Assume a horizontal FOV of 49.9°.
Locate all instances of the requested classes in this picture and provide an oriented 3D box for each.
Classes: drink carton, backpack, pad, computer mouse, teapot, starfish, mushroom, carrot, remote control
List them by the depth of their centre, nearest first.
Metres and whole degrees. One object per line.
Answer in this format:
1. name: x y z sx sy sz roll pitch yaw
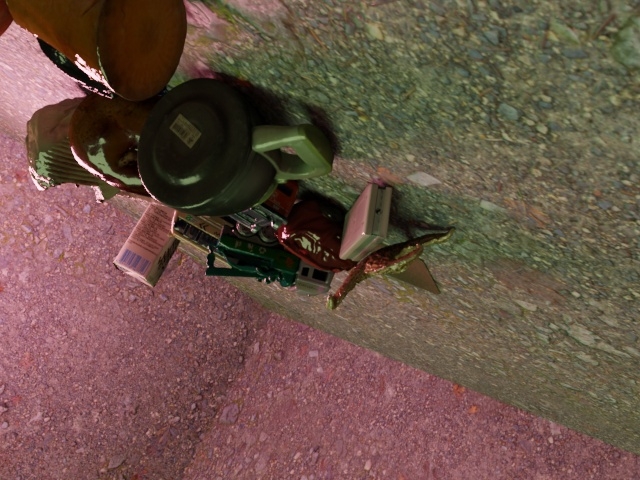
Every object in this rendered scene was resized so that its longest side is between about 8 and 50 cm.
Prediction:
1. carrot: -0.348 -0.333 1.011 0.254 0.196 0.196 24 166 21
2. computer mouse: -0.421 -0.343 1.270 0.217 0.122 0.073 30 155 5
3. teapot: -0.148 -0.174 1.274 0.239 0.321 0.240 20 -139 -62
4. remote control: 0.092 -0.030 1.411 0.055 0.103 0.277 10 168 -6
5. starfish: 0.137 0.041 1.435 0.060 0.299 0.302 57 -173 1
6. mushroom: -0.418 -0.240 1.531 0.267 0.267 0.255 46 -168 -52
7. backpack: 0.001 -0.002 1.630 0.229 0.139 0.229 28 168 7
8. pad: 0.210 0.068 1.765 0.176 0.002 0.266 22 165 28
9. drink carton: -0.547 -0.013 2.318 0.132 0.325 0.194 28 167 0

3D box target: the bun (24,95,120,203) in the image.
1. bun: -0.624 -0.252 1.785 0.281 0.281 0.205 43 -173 -48

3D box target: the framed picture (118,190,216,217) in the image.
1. framed picture: -0.349 -0.111 1.872 0.334 0.022 0.247 14 -167 29

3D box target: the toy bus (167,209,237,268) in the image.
1. toy bus: -0.309 -0.025 2.067 0.289 0.157 0.139 30 -169 -6

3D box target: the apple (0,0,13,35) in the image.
1. apple: -0.670 -0.447 1.206 0.271 0.206 0.251 23 163 27

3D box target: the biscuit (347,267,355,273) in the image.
1. biscuit: 0.086 0.082 2.048 0.120 0.015 0.120 28 168 7

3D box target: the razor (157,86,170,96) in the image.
1. razor: -0.359 -0.332 1.378 0.154 0.044 0.028 37 -169 -25

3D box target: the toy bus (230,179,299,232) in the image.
1. toy bus: -0.144 -0.096 1.620 0.121 0.120 0.265 32 166 -16

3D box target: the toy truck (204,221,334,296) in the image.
1. toy truck: -0.128 0.045 1.890 0.363 0.178 0.176 13 171 -11
